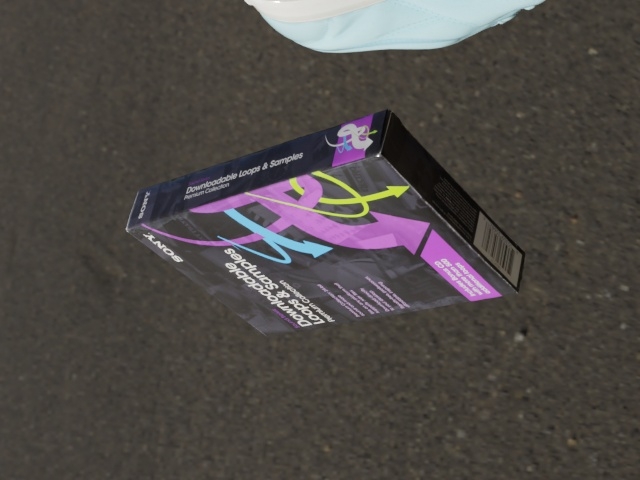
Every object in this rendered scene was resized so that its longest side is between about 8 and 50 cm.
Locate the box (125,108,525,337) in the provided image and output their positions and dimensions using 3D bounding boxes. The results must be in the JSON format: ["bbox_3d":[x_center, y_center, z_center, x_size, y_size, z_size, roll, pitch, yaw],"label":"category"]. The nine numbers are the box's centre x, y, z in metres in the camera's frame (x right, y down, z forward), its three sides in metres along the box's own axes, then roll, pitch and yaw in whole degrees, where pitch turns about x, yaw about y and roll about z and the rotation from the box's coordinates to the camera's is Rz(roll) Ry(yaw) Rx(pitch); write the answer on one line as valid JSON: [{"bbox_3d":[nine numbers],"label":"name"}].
[{"bbox_3d":[0.000,0.000,0.561,0.162,0.116,0.029,-13,49,39],"label":"box"}]

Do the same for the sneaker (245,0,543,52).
[{"bbox_3d":[0.124,-0.218,0.855,0.366,0.150,0.135,-3,76,17],"label":"sneaker"}]
